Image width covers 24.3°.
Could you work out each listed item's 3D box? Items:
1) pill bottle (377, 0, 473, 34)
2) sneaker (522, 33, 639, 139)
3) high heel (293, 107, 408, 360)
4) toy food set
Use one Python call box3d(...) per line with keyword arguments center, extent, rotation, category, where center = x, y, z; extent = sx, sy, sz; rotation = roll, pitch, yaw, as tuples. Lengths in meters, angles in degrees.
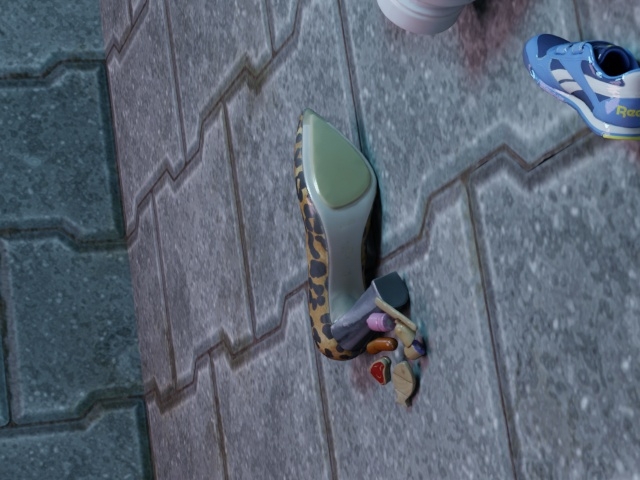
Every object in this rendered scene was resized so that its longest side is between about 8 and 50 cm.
box3d(center=(0.111, -0.267, 1.287), extent=(0.180, 0.108, 0.108), rotation=(116, 145, -55), category="pill bottle")
box3d(center=(0.207, -0.130, 1.130), extent=(0.144, 0.053, 0.059), rotation=(48, 140, 47), category="sneaker")
box3d(center=(0.000, 0.000, 1.660), extent=(0.186, 0.093, 0.261), rotation=(-50, 56, 54), category="high heel")
box3d(center=(0.076, 0.112, 1.552), extent=(0.078, 0.019, 0.122), rotation=(36, 140, 26), category="toy food set")
